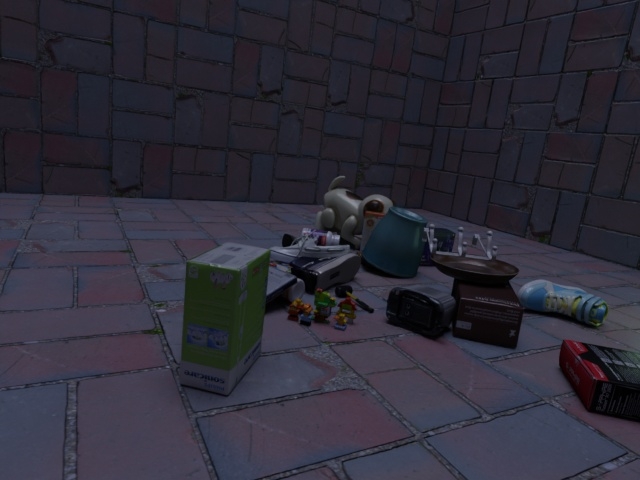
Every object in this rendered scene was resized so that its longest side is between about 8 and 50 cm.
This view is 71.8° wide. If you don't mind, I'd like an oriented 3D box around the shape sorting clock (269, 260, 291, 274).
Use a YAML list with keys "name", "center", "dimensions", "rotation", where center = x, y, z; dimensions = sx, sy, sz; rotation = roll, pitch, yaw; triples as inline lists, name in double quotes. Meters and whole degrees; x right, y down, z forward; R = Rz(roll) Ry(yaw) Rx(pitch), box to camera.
- name: "shape sorting clock"
  center: [-0.188, 0.111, 1.809]
  dimensions: [0.206, 0.040, 0.206]
  rotation: [6, 13, -1]

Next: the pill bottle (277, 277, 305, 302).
- name: "pill bottle"
  center: [-0.137, 0.156, 1.532]
  dimensions: [0.152, 0.086, 0.086]
  rotation: [15, 15, 32]

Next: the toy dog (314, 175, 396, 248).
- name: "toy dog"
  center: [0.219, -0.150, 2.433]
  dimensions: [0.408, 0.395, 0.285]
  rotation: [6, 1, 40]

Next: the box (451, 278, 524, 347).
- name: "box"
  center: [0.555, 0.215, 1.519]
  dimensions: [0.191, 0.143, 0.381]
  rotation: [9, 14, 12]

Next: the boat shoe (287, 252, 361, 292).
- name: "boat shoe"
  center: [0.017, 0.101, 1.754]
  dimensions: [0.158, 0.127, 0.341]
  rotation: [24, 20, 31]

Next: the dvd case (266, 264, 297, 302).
- name: "dvd case"
  center: [-0.219, 0.157, 1.430]
  dimensions: [0.239, 0.029, 0.179]
  rotation: [-30, 33, -35]

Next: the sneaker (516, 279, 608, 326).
- name: "sneaker"
  center: [0.920, 0.235, 1.649]
  dimensions: [0.319, 0.127, 0.208]
  rotation: [3, 12, -12]

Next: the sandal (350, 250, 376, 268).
- name: "sandal"
  center: [0.212, 0.083, 2.096]
  dimensions: [0.090, 0.060, 0.219]
  rotation: [-2, 16, -35]

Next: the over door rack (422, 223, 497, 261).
- name: "over door rack"
  center: [0.539, -0.008, 1.751]
  dimensions: [0.240, 0.108, 0.324]
  rotation: [8, 12, 5]

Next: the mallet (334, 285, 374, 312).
- name: "mallet"
  center: [0.117, 0.208, 1.563]
  dimensions: [0.062, 0.039, 0.190]
  rotation: [2, 17, -27]

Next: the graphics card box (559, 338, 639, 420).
- name: "graphics card box"
  center: [0.828, 0.364, 1.102]
  dimensions: [0.371, 0.094, 0.233]
  rotation: [8, 12, 10]

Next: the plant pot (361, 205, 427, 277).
- name: "plant pot"
  center: [0.358, -0.007, 2.010]
  dimensions: [0.272, 0.255, 0.271]
  rotation: [18, 18, -6]

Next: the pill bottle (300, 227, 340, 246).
- name: "pill bottle"
  center: [0.000, 0.000, 2.245]
  dimensions: [0.194, 0.108, 0.108]
  rotation: [8, 13, 5]

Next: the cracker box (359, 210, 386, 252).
- name: "cracker box"
  center: [0.287, -0.022, 2.210]
  dimensions: [0.156, 0.232, 0.067]
  rotation: [9, 12, 11]

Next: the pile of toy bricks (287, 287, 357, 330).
- name: "pile of toy bricks"
  center: [0.002, 0.200, 1.368]
  dimensions: [0.212, 0.105, 0.118]
  rotation: [10, 13, 15]

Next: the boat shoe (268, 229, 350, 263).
- name: "boat shoe"
  center: [-0.046, 0.027, 1.929]
  dimensions: [0.367, 0.156, 0.136]
  rotation: [7, 5, -4]

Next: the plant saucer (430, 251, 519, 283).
- name: "plant saucer"
  center: [0.556, 0.101, 1.614]
  dimensions: [0.311, 0.050, 0.310]
  rotation: [5, 13, -1]

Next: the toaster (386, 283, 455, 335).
- name: "toaster"
  center: [0.334, 0.217, 1.416]
  dimensions: [0.227, 0.129, 0.146]
  rotation: [14, 12, 35]

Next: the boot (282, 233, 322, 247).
- name: "boot"
  center: [-0.067, 0.039, 2.150]
  dimensions: [0.161, 0.083, 0.247]
  rotation: [5, 16, -41]

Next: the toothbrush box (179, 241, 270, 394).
- name: "toothbrush box"
  center: [-0.211, 0.165, 1.006]
  dimensions: [0.122, 0.283, 0.206]
  rotation: [8, 13, 11]

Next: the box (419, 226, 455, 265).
- name: "box"
  center: [0.526, 0.029, 2.218]
  dimensions: [0.261, 0.184, 0.103]
  rotation: [2, 13, -19]
